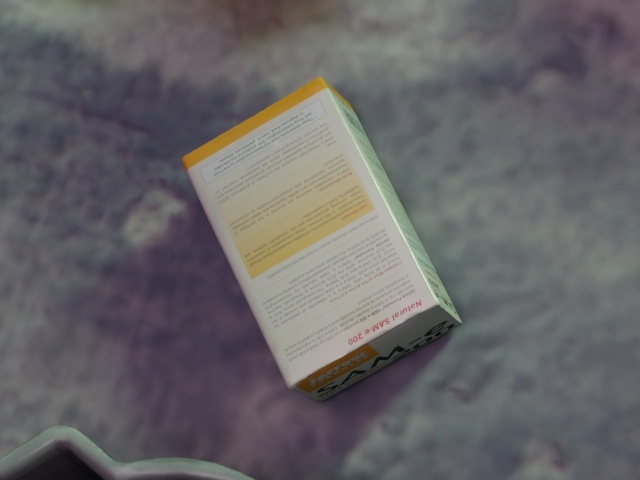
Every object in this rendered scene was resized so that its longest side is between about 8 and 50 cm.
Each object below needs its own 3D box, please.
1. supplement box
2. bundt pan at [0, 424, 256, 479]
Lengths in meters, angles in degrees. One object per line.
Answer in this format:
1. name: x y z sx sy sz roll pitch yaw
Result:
1. supplement box: 0.000 0.000 0.701 0.062 0.036 0.098 -29 70 10
2. bundt pan: -0.077 0.234 0.619 0.331 0.124 0.331 -5 71 15
